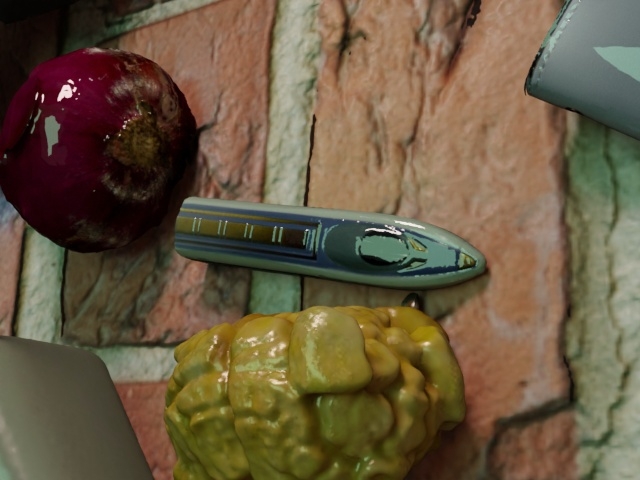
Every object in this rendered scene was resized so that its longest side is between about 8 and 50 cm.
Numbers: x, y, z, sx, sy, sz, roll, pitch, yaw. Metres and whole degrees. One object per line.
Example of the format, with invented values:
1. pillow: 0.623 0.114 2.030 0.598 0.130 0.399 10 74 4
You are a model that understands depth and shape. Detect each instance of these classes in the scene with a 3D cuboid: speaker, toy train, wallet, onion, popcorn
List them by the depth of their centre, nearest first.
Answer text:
1. wallet: 0.251 -0.114 0.638 0.231 0.069 0.170 32 98 33
2. popcorn: -0.006 0.107 0.687 0.194 0.163 0.140 -10 92 5
3. toy train: 0.001 0.000 0.789 0.251 0.048 0.055 5 79 37
4. speaker: -0.297 0.273 0.827 0.406 0.183 0.184 -44 59 15
5. onion: -0.215 -0.077 0.919 0.198 0.135 0.173 -8 66 36

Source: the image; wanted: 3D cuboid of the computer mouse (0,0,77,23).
1. computer mouse: -0.299 -0.308 1.044 0.170 0.100 0.269 -35 48 -26
